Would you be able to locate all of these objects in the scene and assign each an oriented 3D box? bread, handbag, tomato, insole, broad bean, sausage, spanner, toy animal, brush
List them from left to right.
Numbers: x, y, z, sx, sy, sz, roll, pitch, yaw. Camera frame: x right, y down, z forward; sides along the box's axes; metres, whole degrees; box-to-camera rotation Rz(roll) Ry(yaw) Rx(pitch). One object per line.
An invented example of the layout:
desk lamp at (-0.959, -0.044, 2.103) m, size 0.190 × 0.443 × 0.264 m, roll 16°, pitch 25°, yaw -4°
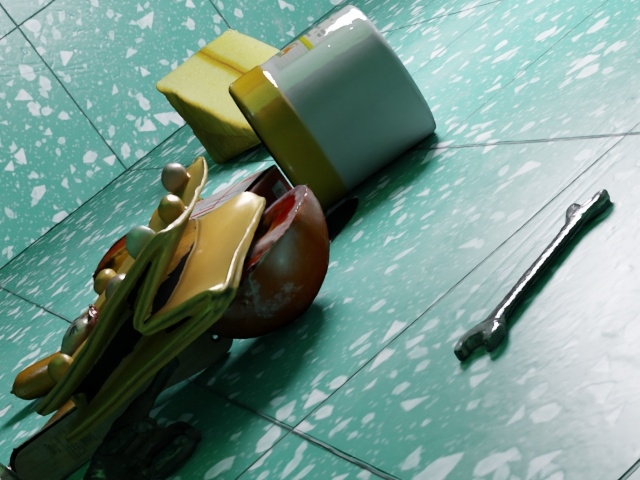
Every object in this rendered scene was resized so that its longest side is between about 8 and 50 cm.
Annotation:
sausage at (-0.417, 0.205, 2.113) m, size 0.183 × 0.054 × 0.062 m, roll -29°, pitch 48°, yaw 17°
brush at (-0.253, 0.206, 1.721) m, size 0.327 × 0.070 × 0.065 m, roll -35°, pitch 4°, yaw -3°
toy animal at (-0.213, 0.229, 1.505) m, size 0.148 × 0.084 × 0.232 m, roll -32°, pitch 18°, yaw 19°
broad bean at (-0.304, 0.057, 2.182) m, size 0.156 × 0.122 × 0.228 m, roll -34°, pitch 10°, yaw 26°
handbag at (-0.211, 0.062, 1.620) m, size 0.283 × 0.133 × 0.401 m, roll -51°, pitch 10°, yaw 16°
bread at (-0.143, -0.324, 2.803) m, size 0.233 × 0.245 × 0.362 m, roll -40°, pitch 11°, yaw -20°
tomato at (-0.050, 0.040, 1.644) m, size 0.199 × 0.112 × 0.228 m, roll -36°, pitch 19°, yaw 50°
insole at (0.000, 0.001, 1.893) m, size 0.080 × 0.003 × 0.232 m, roll -25°, pitch 18°, yaw 38°
spanner at (0.209, 0.029, 1.295) m, size 0.254 × 0.015 × 0.054 m, roll -45°, pitch 15°, yaw -33°

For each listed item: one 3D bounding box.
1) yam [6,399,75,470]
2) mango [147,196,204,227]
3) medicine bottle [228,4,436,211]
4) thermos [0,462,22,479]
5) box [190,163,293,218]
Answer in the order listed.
yam at (-0.340, 0.244, 1.823) m, size 0.046 × 0.046 × 0.264 m, roll -22°, pitch 19°, yaw 44°
mango at (-0.254, -0.027, 2.426) m, size 0.105 × 0.084 × 0.159 m, roll -47°, pitch -12°, yaw 24°
medicine bottle at (0.018, -0.197, 2.007) m, size 0.232 × 0.238 × 0.238 m, roll -35°, pitch 14°, yaw -1°
thermos at (-0.447, 0.361, 1.645) m, size 0.187 × 0.073 × 0.083 m, roll -46°, pitch 18°, yaw -32°
box at (-0.139, -0.033, 2.127) m, size 0.182 × 0.099 × 0.133 m, roll -23°, pitch 18°, yaw 40°
